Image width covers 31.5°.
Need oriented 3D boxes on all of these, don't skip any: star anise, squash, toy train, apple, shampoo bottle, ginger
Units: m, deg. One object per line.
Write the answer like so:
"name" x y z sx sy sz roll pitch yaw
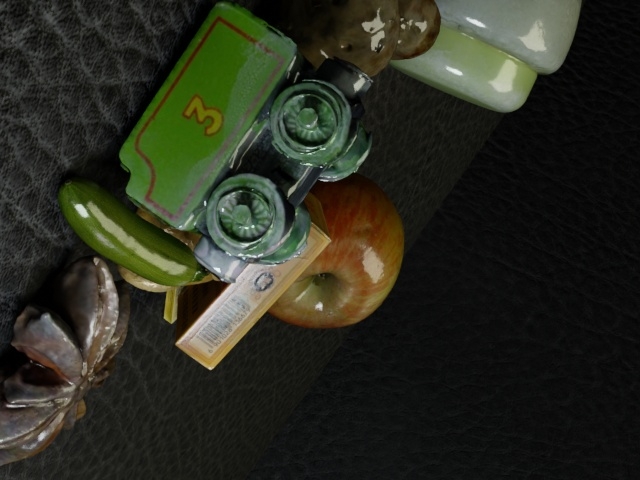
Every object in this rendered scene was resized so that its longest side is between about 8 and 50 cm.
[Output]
"star anise" -0.342 0.161 1.424 0.315 0.108 0.315 -49 165 -18
"squash" -0.231 -0.001 1.372 0.069 0.069 0.258 -56 138 -6
"toy train" -0.091 -0.114 1.369 0.307 0.248 0.173 -56 169 4
"apple" 0.000 0.000 1.957 0.301 0.301 0.301 -53 166 -19
"shampoo bottle" 0.271 -0.395 1.884 0.317 0.322 0.322 -67 166 9
"ginger" -0.001 -0.245 1.536 0.375 0.176 0.256 -47 146 -8

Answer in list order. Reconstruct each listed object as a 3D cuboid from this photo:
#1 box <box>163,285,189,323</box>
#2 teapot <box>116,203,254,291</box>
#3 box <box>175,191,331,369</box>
"box" -0.221 0.070 1.837 0.073 0.020 0.149 -47 163 -34
"teapot" -0.154 -0.013 1.564 0.311 0.167 0.203 -41 160 -49
"box" -0.106 0.046 1.719 0.274 0.076 0.174 -47 -161 12
